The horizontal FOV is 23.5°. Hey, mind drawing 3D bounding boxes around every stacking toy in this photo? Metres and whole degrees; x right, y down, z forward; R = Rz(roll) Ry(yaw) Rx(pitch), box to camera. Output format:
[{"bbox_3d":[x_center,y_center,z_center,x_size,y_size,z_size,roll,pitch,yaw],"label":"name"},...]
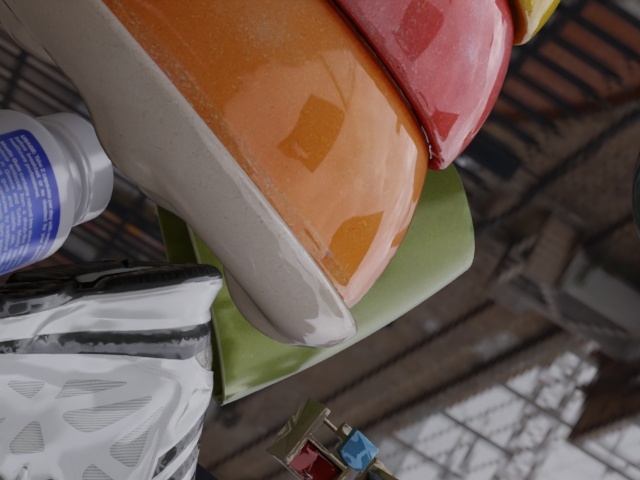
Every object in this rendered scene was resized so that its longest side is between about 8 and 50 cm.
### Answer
[{"bbox_3d":[0.058,-0.192,1.021,0.480,0.350,0.350,-39,-173,-3],"label":"stacking toy"}]

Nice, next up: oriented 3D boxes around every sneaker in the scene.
[{"bbox_3d":[-0.229,0.156,1.068,0.169,0.447,0.257,2,-85,39],"label":"sneaker"}]

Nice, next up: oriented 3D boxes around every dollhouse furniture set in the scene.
[{"bbox_3d":[0.034,0.284,1.629,0.129,0.184,0.129,-51,-146,-11],"label":"dollhouse furniture set"}]

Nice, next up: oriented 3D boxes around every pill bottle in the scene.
[{"bbox_3d":[-0.325,-0.036,1.427,0.272,0.152,0.152,-23,157,-49],"label":"pill bottle"}]

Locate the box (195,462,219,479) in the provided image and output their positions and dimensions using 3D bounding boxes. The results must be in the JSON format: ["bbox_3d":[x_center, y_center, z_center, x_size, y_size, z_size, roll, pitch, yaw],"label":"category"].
[{"bbox_3d":[-0.245,0.365,1.705,0.179,0.343,0.312,-39,-161,26],"label":"box"}]

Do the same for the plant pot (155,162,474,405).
[{"bbox_3d":[0.000,0.000,1.603,0.293,0.275,0.275,-15,180,-11],"label":"plant pot"}]

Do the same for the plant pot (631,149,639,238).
[{"bbox_3d":[0.493,-0.055,1.775,0.293,0.293,0.235,-60,176,-15],"label":"plant pot"}]
